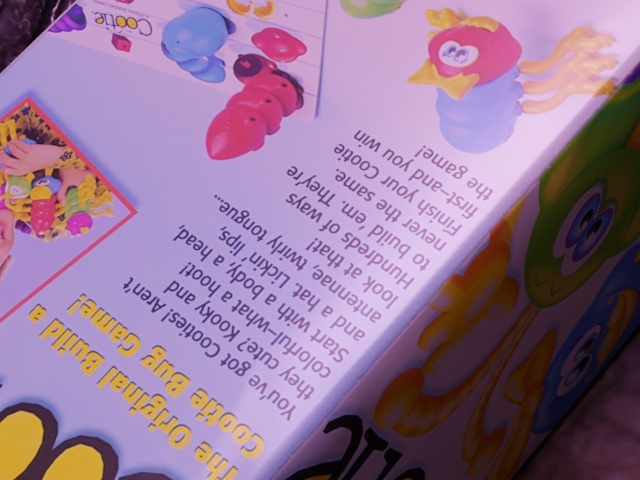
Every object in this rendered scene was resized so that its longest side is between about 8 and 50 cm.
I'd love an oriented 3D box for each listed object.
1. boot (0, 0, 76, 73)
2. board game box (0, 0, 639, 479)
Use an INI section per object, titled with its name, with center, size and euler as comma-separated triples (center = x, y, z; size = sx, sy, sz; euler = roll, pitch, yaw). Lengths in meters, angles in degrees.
[boot]
center = -0.178, -0.175, 0.589
size = 0.348, 0.131, 0.260
euler = 21, 68, 23
[board game box]
center = 0.000, 0.000, 0.437
size = 0.144, 0.142, 0.275
euler = 35, 74, 28
